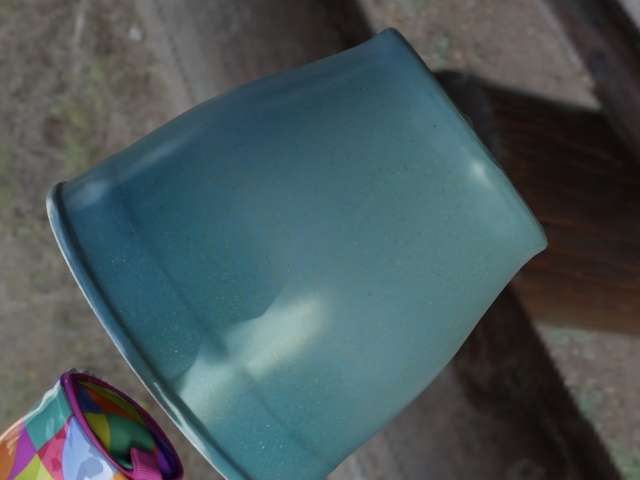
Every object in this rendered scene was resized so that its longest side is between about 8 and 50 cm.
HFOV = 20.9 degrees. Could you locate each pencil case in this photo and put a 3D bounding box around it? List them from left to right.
[{"bbox_3d":[-0.188,0.185,1.020,0.236,0.104,0.104,-47,44,11],"label":"pencil case"}]

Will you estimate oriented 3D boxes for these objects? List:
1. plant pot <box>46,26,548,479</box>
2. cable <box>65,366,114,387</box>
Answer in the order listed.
[{"bbox_3d":[0.000,0.000,1.164,0.255,0.271,0.271,-36,47,5],"label":"plant pot"},{"bbox_3d":[-0.305,0.253,1.848,0.257,0.089,0.257,-52,6,5],"label":"cable"}]
